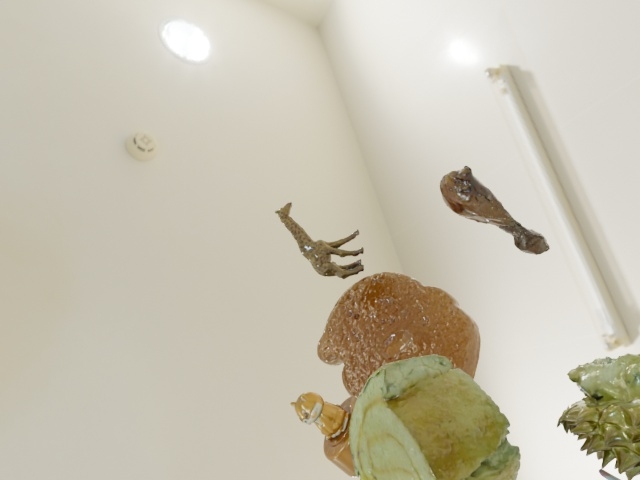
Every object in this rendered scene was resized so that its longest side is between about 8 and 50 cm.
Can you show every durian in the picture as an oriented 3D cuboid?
[{"bbox_3d":[0.348,0.160,0.459,0.172,0.306,0.166,42,-133,-17],"label":"durian"}]

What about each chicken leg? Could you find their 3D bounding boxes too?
[{"bbox_3d":[0.401,-0.057,1.164,0.304,0.113,0.093,33,-100,-8],"label":"chicken leg"}]

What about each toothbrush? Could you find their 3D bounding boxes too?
[{"bbox_3d":[0.426,0.327,0.627,0.193,0.013,0.019,29,-94,-3],"label":"toothbrush"}]

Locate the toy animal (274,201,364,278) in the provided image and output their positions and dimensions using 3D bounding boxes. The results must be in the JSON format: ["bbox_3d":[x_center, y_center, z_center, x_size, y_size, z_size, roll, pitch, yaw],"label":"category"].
[{"bbox_3d":[-0.004,0.009,1.326,0.275,0.054,0.149,21,-88,-8],"label":"toy animal"}]

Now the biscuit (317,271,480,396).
[{"bbox_3d":[0.187,0.251,1.249,0.078,0.455,0.350,36,-85,-39],"label":"biscuit"}]

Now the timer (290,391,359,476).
[{"bbox_3d":[0.020,0.310,0.876,0.152,0.132,0.132,32,-121,-11],"label":"timer"}]

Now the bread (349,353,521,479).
[{"bbox_3d":[0.122,0.253,0.636,0.124,0.257,0.186,-9,-116,-22],"label":"bread"}]
